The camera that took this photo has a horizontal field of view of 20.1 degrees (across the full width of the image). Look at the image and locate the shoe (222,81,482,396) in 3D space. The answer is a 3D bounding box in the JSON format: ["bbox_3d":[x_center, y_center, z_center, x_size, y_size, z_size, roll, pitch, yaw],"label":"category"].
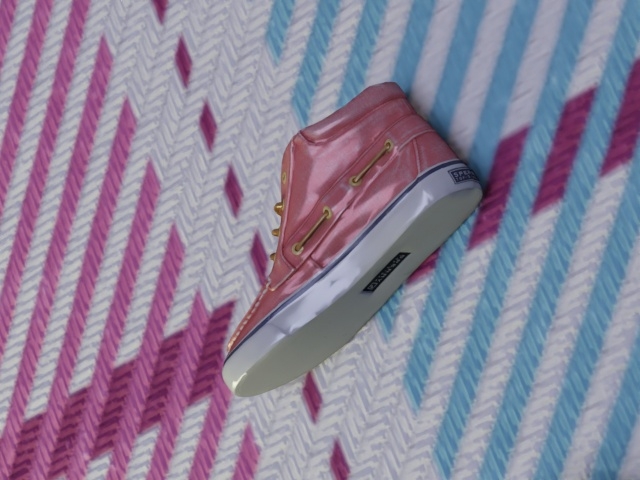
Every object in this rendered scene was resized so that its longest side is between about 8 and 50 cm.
[{"bbox_3d":[0.000,0.000,0.946,0.178,0.063,0.081,-45,65,21],"label":"shoe"}]
